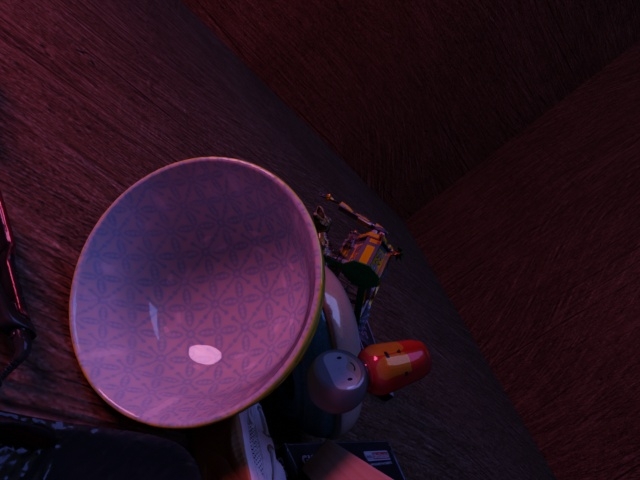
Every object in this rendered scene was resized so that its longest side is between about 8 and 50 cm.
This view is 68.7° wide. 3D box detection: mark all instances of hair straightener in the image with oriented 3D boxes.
[{"bbox_3d":[-0.335,0.031,0.443,0.089,0.047,0.231,18,41,-61],"label":"hair straightener"}]

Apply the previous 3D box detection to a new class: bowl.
[{"bbox_3d":[-0.122,0.064,0.559,0.290,0.289,0.156,58,1,21],"label":"bowl"}]

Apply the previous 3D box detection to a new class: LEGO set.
[{"bbox_3d":[0.000,0.000,0.841,0.192,0.331,0.255,-58,152,-37],"label":"LEGO set"}]

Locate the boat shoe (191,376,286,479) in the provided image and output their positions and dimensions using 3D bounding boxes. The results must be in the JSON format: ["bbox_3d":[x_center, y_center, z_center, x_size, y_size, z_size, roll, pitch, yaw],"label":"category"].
[{"bbox_3d":[-0.076,0.271,0.503,0.096,0.098,0.277,39,19,-33],"label":"boat shoe"}]

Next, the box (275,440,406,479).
[{"bbox_3d":[0.067,0.421,0.619,0.295,0.073,0.294,32,27,-50],"label":"box"}]

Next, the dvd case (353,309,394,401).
[{"bbox_3d":[0.081,0.241,1.101,0.179,0.029,0.239,40,20,-34],"label":"dvd case"}]

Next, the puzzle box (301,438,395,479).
[{"bbox_3d":[0.158,0.383,0.452,0.409,0.052,0.272,49,-21,1],"label":"puzzle box"}]

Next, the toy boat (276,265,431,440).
[{"bbox_3d":[-0.001,0.154,0.636,0.148,0.318,0.268,-8,89,-26],"label":"toy boat"}]

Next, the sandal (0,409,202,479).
[{"bbox_3d":[-0.224,0.156,0.268,0.445,0.106,0.168,32,46,-49],"label":"sandal"}]
